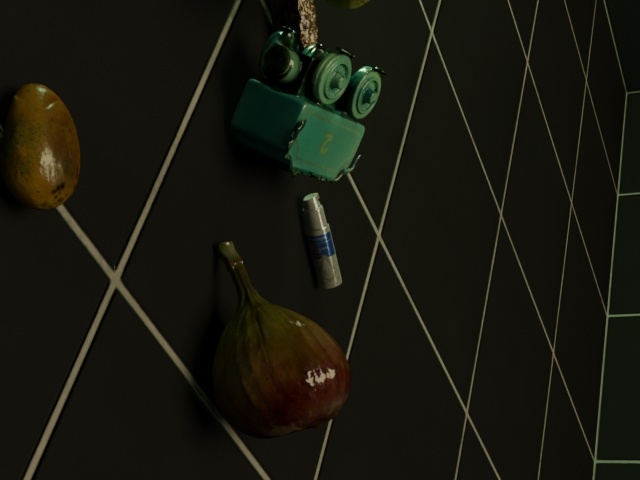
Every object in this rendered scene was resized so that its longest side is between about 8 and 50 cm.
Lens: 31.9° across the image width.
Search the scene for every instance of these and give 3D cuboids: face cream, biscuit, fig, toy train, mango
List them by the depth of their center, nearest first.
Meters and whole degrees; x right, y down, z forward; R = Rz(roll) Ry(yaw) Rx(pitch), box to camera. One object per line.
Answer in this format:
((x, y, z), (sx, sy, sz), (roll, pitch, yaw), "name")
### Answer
((-0.245, -0.082, 0.976), (0.079, 0.057, 0.114), (9, 69, -60), "mango")
((-0.074, 0.125, 1.260), (0.143, 0.231, 0.160), (-55, 162, 19), "fig")
((-0.015, -0.162, 1.378), (0.203, 0.112, 0.163), (11, 104, -61), "toy train")
((-0.040, -0.335, 1.449), (0.034, 0.064, 0.199), (-9, 96, -45), "biscuit")
((0.000, 0.000, 1.509), (0.034, 0.034, 0.130), (-44, 126, -59), "face cream")

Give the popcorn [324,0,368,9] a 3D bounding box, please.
((-0.027, -0.399, 1.273), (0.326, 0.321, 0.290), (-51, 150, -7), "popcorn")
